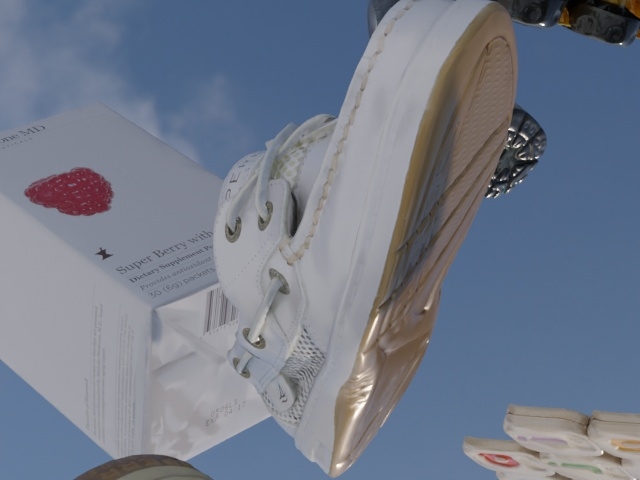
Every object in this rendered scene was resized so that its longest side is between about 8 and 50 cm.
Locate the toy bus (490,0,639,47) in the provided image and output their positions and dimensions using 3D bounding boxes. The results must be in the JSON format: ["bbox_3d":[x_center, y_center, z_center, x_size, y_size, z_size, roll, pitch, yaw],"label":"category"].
[{"bbox_3d":[0.169,-0.261,1.174,0.211,0.220,0.149,32,-70,50],"label":"toy bus"}]

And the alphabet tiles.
[{"bbox_3d":[0.264,0.192,1.097,0.278,0.021,0.284,-2,-29,39],"label":"alphabet tiles"}]

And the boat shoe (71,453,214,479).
[{"bbox_3d":[-0.047,0.253,0.516,0.110,0.121,0.341,18,-64,47],"label":"boat shoe"}]

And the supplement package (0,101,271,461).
[{"bbox_3d":[-0.172,0.031,1.207,0.293,0.177,0.175,32,-50,35],"label":"supplement package"}]

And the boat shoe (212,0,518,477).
[{"bbox_3d":[0.000,0.000,0.553,0.096,0.098,0.277,33,-34,13],"label":"boat shoe"}]

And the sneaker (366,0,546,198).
[{"bbox_3d":[0.094,-0.141,1.264,0.122,0.110,0.283,42,-4,39],"label":"sneaker"}]
